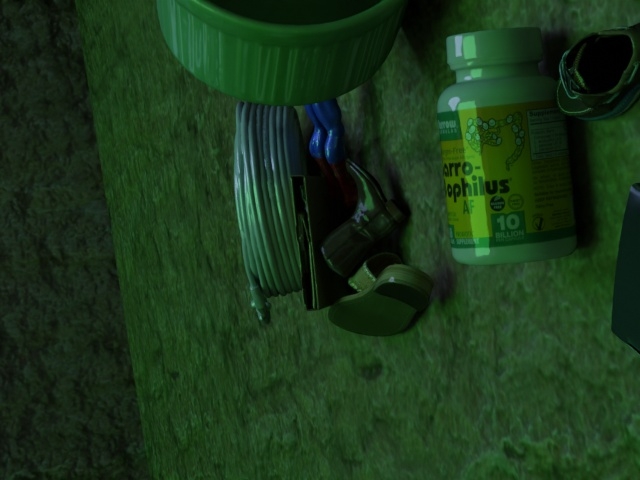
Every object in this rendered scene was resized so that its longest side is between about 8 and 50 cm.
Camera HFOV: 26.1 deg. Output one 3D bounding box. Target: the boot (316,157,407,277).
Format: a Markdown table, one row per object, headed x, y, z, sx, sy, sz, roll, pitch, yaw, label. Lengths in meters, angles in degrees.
| x | y | z | sx | sy | sz | roll | pitch | yaw | label |
| --- | --- | --- | --- | --- | --- | --- | --- | --- | --- |
| 0.030 | -0.026 | 1.636 | 0.106 | 0.114 | 0.037 | 50 | -169 | 20 | boot |

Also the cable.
| x | y | z | sx | sy | sz | roll | pitch | yaw | label |
| --- | --- | --- | --- | --- | --- | --- | --- | --- | --- |
| -0.057 | -0.055 | 1.798 | 0.257 | 0.089 | 0.257 | -93 | -5 | -50 | cable |

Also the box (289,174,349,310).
| x | y | z | sx | sy | sz | roll | pitch | yaw | label |
| --- | --- | --- | --- | --- | --- | --- | --- | --- | --- |
| 0.000 | 0.000 | 1.725 | 0.201 | 0.021 | 0.165 | -6 | -90 | -78 | box |

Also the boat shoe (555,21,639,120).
| x | y | z | sx | sy | sz | roll | pitch | yaw | label |
| --- | --- | --- | --- | --- | --- | --- | --- | --- | --- |
| 0.235 | -0.146 | 1.146 | 0.183 | 0.066 | 0.066 | 142 | 119 | -66 | boat shoe |

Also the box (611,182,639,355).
| x | y | z | sx | sy | sz | roll | pitch | yaw | label |
| --- | --- | --- | --- | --- | --- | --- | --- | --- | --- |
| 0.305 | 0.029 | 0.830 | 0.153 | 0.207 | 0.108 | -134 | 41 | -57 | box |

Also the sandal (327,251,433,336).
| x | y | z | sx | sy | sz | roll | pitch | yaw | label |
| --- | --- | --- | --- | --- | --- | --- | --- | --- | --- |
| 0.083 | 0.049 | 1.627 | 0.079 | 0.088 | 0.240 | -69 | 10 | -20 | sandal |

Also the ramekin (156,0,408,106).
| x | y | z | sx | sy | sz | roll | pitch | yaw | label |
| --- | --- | --- | --- | --- | --- | --- | --- | --- | --- |
| -0.041 | -0.291 | 1.506 | 0.148 | 0.303 | 0.303 | 101 | 153 | -55 | ramekin |

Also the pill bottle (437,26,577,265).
| x | y | z | sx | sy | sz | roll | pitch | yaw | label |
| --- | --- | --- | --- | --- | --- | --- | --- | --- | --- |
| 0.169 | -0.087 | 1.268 | 0.117 | 0.117 | 0.208 | -175 | 78 | -68 | pill bottle |

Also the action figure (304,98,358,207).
| x | y | z | sx | sy | sz | roll | pitch | yaw | label |
| --- | --- | --- | --- | --- | --- | --- | --- | --- | --- |
| 0.024 | -0.197 | 1.669 | 0.091 | 0.139 | 0.280 | 27 | 144 | 63 | action figure |
